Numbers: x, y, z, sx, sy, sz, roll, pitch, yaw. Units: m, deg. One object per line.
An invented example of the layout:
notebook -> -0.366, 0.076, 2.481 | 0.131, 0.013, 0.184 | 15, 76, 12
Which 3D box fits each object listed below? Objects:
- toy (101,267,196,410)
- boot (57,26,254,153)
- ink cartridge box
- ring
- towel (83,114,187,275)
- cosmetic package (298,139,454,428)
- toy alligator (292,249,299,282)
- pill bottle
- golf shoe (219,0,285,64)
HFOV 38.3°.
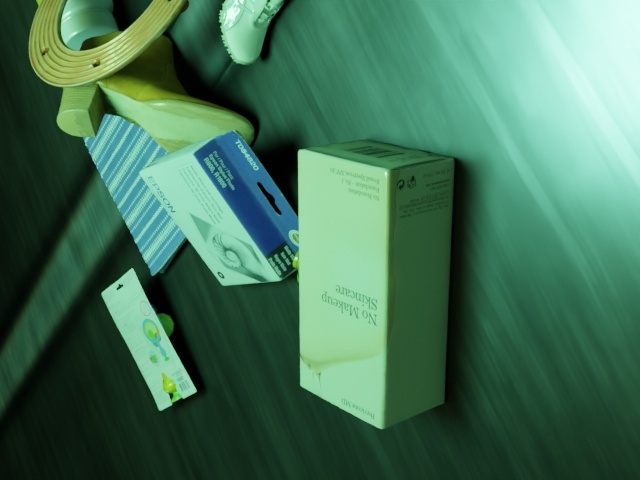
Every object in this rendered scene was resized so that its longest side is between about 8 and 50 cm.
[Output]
toy -> -0.289, 0.170, 1.619 | 0.137, 0.056, 0.237 | -33, 80, 47
boot -> -0.233, -0.233, 1.370 | 0.104, 0.295, 0.211 | 96, -179, -48
ink cartridge box -> -0.129, -0.036, 1.293 | 0.224, 0.045, 0.223 | -11, 119, 52
ring -> -0.291, -0.359, 1.336 | 0.336, 0.032, 0.336 | -18, 55, 28
towel -> -0.300, -0.136, 1.561 | 0.243, 0.040, 0.336 | -46, 67, 45
cosmetic package -> 0.063, 0.045, 1.102 | 0.160, 0.113, 0.309 | 17, 113, 47
toy alligator -> 0.000, 0.000, 1.199 | 0.056, 0.051, 0.189 | 25, 121, 15
pill bottle -> -0.419, -0.419, 1.543 | 0.119, 0.119, 0.208 | -38, 71, 49
golf shoe -> -0.082, -0.312, 1.209 | 0.086, 0.069, 0.176 | 26, 122, 37
